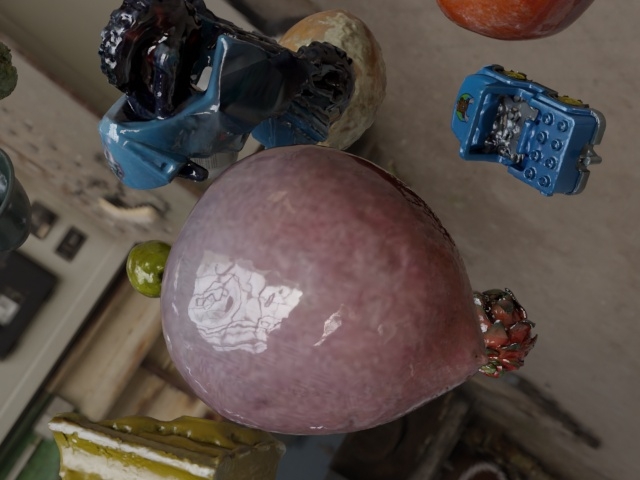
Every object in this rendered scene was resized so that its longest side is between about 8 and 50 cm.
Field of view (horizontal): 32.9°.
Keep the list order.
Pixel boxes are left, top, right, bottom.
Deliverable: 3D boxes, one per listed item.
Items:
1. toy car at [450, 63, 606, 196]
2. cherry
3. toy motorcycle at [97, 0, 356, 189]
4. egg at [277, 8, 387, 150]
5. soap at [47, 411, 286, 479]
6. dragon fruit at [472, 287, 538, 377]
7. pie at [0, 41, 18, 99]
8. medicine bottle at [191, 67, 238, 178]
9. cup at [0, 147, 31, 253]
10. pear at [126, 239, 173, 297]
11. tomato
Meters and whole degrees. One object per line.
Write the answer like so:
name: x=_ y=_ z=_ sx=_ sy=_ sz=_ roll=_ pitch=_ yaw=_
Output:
toy car: x=0.209 y=-0.121 z=1.170 sx=0.100 sy=0.097 sz=0.191 roll=-5 pitch=-151 yaw=-39
cherry: x=0.000 y=0.037 z=0.840 sx=0.239 sy=0.239 sz=0.206 roll=16 pitch=149 yaw=53
toy motorcycle: x=-0.122 y=-0.166 z=1.339 sx=0.172 sy=0.232 sz=0.416 roll=34 pitch=-162 yaw=34
egg: x=0.005 y=-0.241 z=1.659 sx=0.194 sy=0.233 sz=0.195 roll=12 pitch=169 yaw=2
soap: x=-0.275 y=0.391 z=1.938 sx=0.338 sy=0.169 sz=0.304 roll=12 pitch=-179 yaw=21
dragon fruit: x=0.259 y=0.137 z=1.631 sx=0.130 sy=0.142 sz=0.121 roll=2 pitch=-150 yaw=-9
pie: x=-0.448 y=-0.170 z=1.179 sx=0.201 sy=0.248 sz=0.090 roll=-27 pitch=81 yaw=52
medicine bottle: x=-0.238 y=-0.241 z=2.177 sx=0.135 sy=0.135 sz=0.215 roll=26 pitch=143 yaw=25
cup: x=-0.570 y=-0.046 z=1.858 sx=0.199 sy=0.199 sz=0.150 roll=25 pitch=165 yaw=31
pear: x=-0.308 y=0.053 z=2.016 sx=0.107 sy=0.107 sz=0.131 roll=40 pitch=170 yaw=-34
tomato: x=0.303 y=-0.477 z=1.638 sx=0.272 sy=0.341 sz=0.341 roll=-17 pitch=-154 yaw=-39
